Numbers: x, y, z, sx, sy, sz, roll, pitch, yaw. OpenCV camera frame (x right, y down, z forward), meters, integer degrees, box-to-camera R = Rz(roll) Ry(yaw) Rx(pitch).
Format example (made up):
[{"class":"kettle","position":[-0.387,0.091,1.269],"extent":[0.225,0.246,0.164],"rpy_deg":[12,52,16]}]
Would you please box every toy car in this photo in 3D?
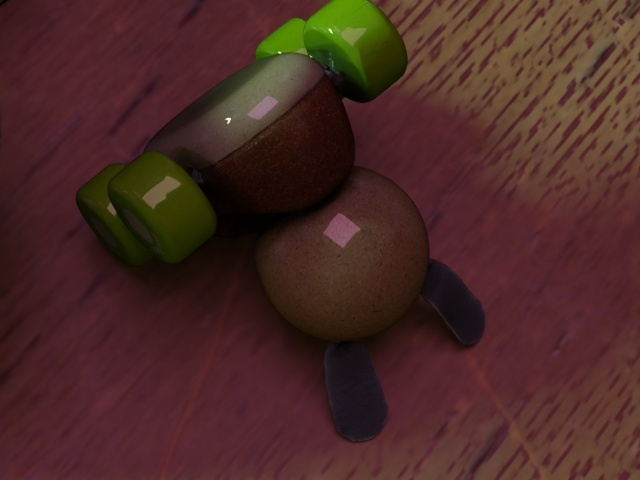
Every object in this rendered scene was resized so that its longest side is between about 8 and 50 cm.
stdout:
[{"class":"toy car","position":[0.000,0.000,0.793],"extent":[0.155,0.149,0.188],"rpy_deg":[-41,101,-16]}]
